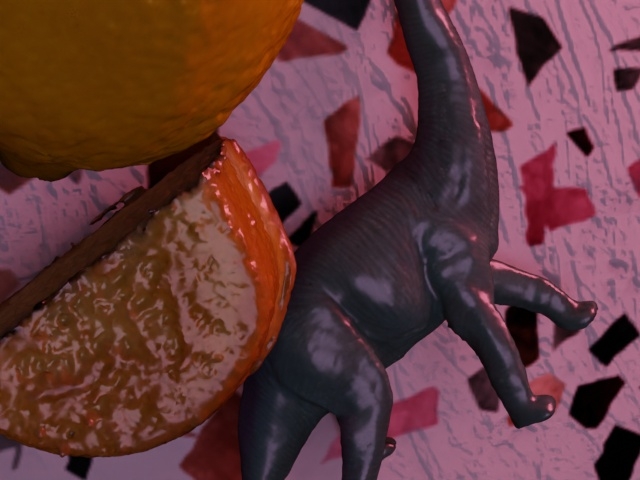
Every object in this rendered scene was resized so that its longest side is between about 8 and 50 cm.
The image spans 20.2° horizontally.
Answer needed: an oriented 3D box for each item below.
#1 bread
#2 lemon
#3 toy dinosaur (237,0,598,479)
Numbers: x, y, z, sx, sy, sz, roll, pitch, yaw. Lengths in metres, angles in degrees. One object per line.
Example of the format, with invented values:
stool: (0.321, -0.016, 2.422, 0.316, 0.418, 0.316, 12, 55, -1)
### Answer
bread: (-0.111, 0.053, 1.080, 0.229, 0.143, 0.139, -37, 94, 5)
lemon: (-0.120, -0.170, 0.960, 0.245, 0.245, 0.320, 5, 125, -20)
toy dinosaur: (0.000, 0.000, 1.153, 0.383, 0.129, 0.331, -35, 104, -3)
